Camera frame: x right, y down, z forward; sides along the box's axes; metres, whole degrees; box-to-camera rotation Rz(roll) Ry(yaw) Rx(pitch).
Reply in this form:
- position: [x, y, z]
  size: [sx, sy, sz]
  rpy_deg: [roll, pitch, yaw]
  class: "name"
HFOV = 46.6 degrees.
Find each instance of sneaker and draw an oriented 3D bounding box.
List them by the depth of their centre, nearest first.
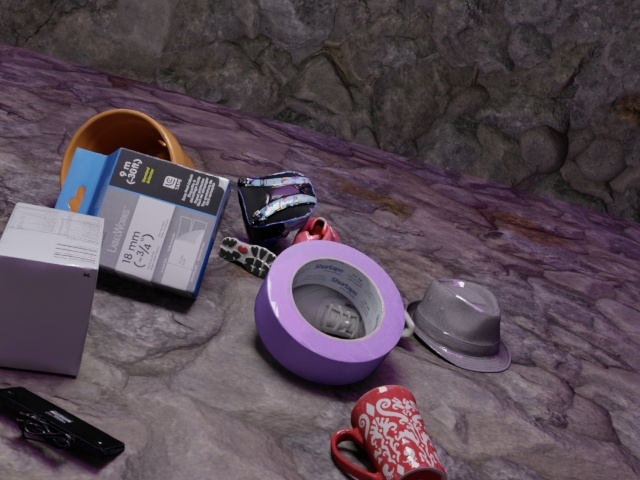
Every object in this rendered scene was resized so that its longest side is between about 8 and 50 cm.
- position: [0.062, 0.147, 1.531]
  size: [0.305, 0.114, 0.152]
  rpy_deg: [6, 22, -29]
  class: "sneaker"
- position: [-0.153, 0.033, 1.731]
  size: [0.170, 0.068, 0.071]
  rpy_deg: [27, 15, 25]
  class: "sneaker"
- position: [0.000, 0.000, 1.838]
  size: [0.116, 0.136, 0.314]
  rpy_deg: [21, 20, 5]
  class: "sneaker"

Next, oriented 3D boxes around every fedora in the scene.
- position: [0.324, 0.169, 1.679]
  size: [0.244, 0.124, 0.275]
  rpy_deg: [8, 22, -24]
  class: "fedora"

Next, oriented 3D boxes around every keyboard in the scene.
- position: [-0.371, 0.258, 1.019]
  size: [0.192, 0.038, 0.100]
  rpy_deg: [22, -3, 16]
  class: "keyboard"

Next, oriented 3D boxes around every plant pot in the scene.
- position: [-0.409, -0.133, 1.689]
  size: [0.291, 0.290, 0.203]
  rpy_deg: [25, 4, 18]
  class: "plant pot"

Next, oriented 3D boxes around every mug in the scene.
- position: [0.108, 0.331, 1.144]
  size: [0.113, 0.150, 0.169]
  rpy_deg: [49, 7, -32]
  class: "mug"

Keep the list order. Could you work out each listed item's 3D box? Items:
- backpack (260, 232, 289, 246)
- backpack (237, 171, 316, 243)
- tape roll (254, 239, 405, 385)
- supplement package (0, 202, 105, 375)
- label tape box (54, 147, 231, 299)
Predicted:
- position: [-0.121, -0.045, 1.872]
  size: [0.101, 0.120, 0.098]
  rpy_deg: [20, -23, 4]
  class: "backpack"
- position: [-0.100, -0.082, 1.764]
  size: [0.173, 0.116, 0.158]
  rpy_deg: [-13, 57, -12]
  class: "backpack"
- position: [0.018, 0.133, 1.407]
  size: [0.275, 0.090, 0.274]
  rpy_deg: [13, 48, -15]
  class: "tape roll"
- position: [-0.440, 0.074, 1.188]
  size: [0.149, 0.194, 0.203]
  rpy_deg: [10, 20, -17]
  class: "supplement package"
- position: [-0.373, -0.046, 1.475]
  size: [0.334, 0.240, 0.106]
  rpy_deg: [16, -12, -2]
  class: "label tape box"
